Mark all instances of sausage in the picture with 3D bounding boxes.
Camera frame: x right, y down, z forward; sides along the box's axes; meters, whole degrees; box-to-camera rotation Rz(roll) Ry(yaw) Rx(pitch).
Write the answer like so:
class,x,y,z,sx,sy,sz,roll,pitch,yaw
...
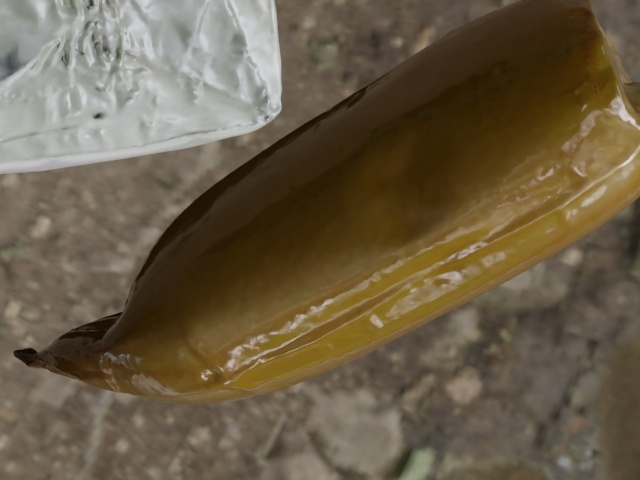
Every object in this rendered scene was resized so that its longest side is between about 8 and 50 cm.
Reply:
class,x,y,z,sx,sy,sz,roll,pitch,yaw
sausage,-0.002,0.003,0.753,0.328,0.112,0.112,-29,127,19

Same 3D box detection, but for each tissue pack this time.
class,x,y,z,sx,sy,sz,roll,pitch,yaw
tissue pack,-0.215,-0.157,1.165,0.266,0.356,0.193,-10,101,-25
